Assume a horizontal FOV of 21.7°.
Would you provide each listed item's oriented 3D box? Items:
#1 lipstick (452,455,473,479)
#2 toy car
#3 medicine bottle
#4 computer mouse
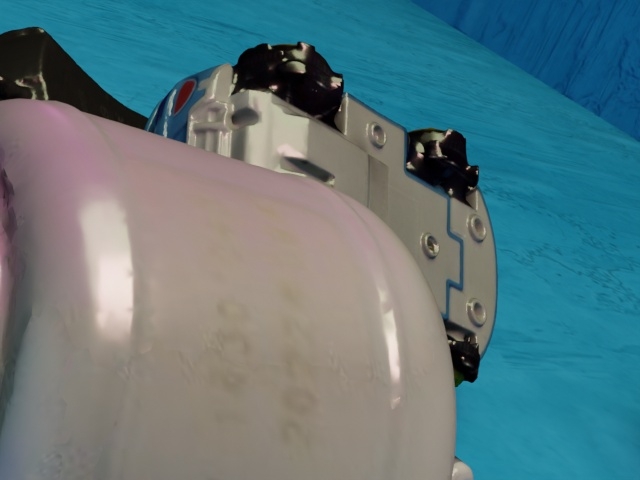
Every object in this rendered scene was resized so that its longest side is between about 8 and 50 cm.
[{"bbox_3d":[0.037,0.124,1.074,0.141,0.040,0.040,35,18,32],"label":"lipstick"},{"bbox_3d":[0.000,0.000,1.186,0.166,0.198,0.314,-16,-29,38],"label":"toy car"},{"bbox_3d":[-0.128,0.064,0.639,0.302,0.241,0.241,16,18,-33],"label":"medicine bottle"},{"bbox_3d":[-0.167,-0.044,1.177,0.264,0.088,0.147,46,22,-52],"label":"computer mouse"}]
